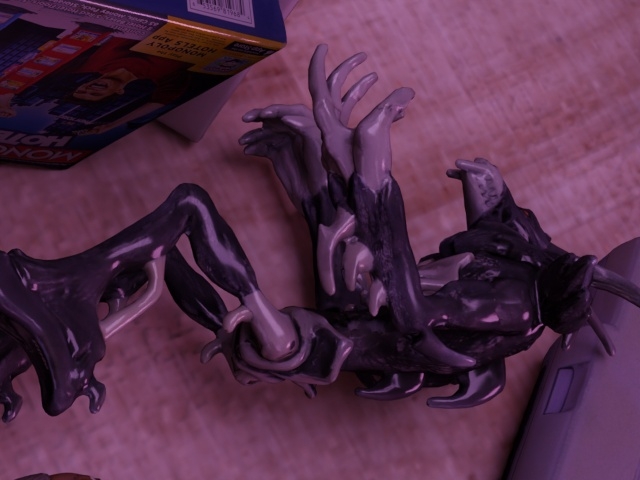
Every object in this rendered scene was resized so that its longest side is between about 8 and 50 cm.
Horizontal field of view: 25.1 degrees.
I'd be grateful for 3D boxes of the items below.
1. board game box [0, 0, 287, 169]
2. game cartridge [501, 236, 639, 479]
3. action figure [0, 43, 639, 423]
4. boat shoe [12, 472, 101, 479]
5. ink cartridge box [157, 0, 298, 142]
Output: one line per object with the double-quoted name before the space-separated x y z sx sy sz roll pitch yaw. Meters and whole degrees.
"board game box" -0.149 -0.077 0.526 0.194 0.194 0.060 7 70 -44
"game cartridge" 0.163 0.192 0.615 0.230 0.068 0.355 30 58 -6
"action figure" 0.000 0.000 0.563 0.276 0.164 0.140 -3 80 -20
"boat shoe" -0.041 0.232 0.471 0.116 0.123 0.324 -9 78 -36
"ink cartridge box" -0.091 -0.192 0.597 0.233 0.171 0.168 31 58 -10
